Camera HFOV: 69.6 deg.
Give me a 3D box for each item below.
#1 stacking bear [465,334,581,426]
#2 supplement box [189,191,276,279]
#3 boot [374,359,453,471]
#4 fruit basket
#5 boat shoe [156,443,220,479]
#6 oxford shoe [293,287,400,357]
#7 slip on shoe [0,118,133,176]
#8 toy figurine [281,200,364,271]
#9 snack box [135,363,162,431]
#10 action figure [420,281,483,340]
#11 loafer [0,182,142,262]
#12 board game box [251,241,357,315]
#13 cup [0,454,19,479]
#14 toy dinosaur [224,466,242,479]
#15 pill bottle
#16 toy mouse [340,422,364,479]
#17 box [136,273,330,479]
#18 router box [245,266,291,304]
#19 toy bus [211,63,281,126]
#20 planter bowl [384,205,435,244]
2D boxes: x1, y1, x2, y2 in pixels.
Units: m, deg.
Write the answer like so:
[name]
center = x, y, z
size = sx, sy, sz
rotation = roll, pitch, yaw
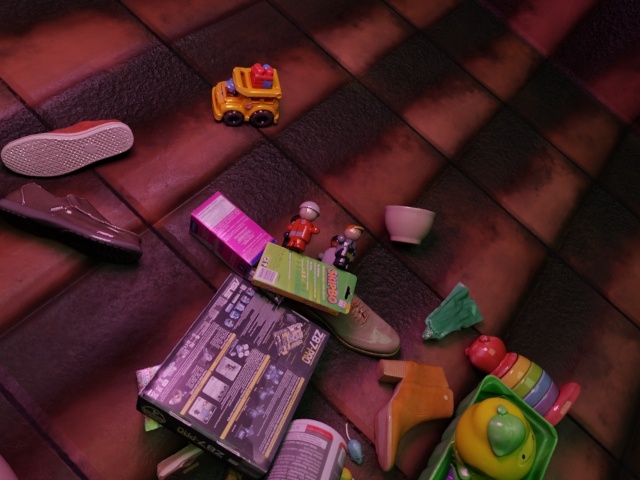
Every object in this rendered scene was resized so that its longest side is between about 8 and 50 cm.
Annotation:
[stacking bear]
center = 0.563, 0.396, 1.344
size = 0.289, 0.175, 0.164
rotation = 42, 51, 16
[supplement box]
center = -0.249, -0.013, 1.292
size = 0.220, 0.111, 0.114
rotation = 41, 58, 5
[boot]
center = 0.257, 0.464, 1.227
size = 0.211, 0.104, 0.295
rotation = 13, 57, -12
[fruit basket]
center = 0.423, 0.515, 1.107
size = 0.283, 0.392, 0.392
rotation = 41, 59, 5
[boat shoe]
center = -0.283, 0.483, 1.054
size = 0.190, 0.068, 0.072
rotation = -20, 30, -23
[oxford shoe]
center = 0.082, 0.210, 1.279
size = 0.348, 0.130, 0.123
rotation = 30, 59, -2
[slip on shoe]
center = -0.697, -0.264, 1.281
size = 0.331, 0.123, 0.101
rotation = -22, 41, -22
[toy figurine]
center = 0.000, 0.000, 1.310
size = 0.209, 0.213, 0.148
rotation = 22, 70, -7
[snack box]
center = -0.376, 0.370, 1.097
size = 0.100, 0.037, 0.141
rotation = -10, 68, -24
[action figure]
center = 0.388, 0.239, 1.409
size = 0.232, 0.063, 0.137
rotation = -27, 77, -32
[loafer]
center = -0.620, -0.058, 1.174
size = 0.365, 0.134, 0.130
rotation = 23, 59, -7
[board game box]
center = -0.038, 0.103, 1.206
size = 0.259, 0.039, 0.124
rotation = 20, 53, -2
[cup]
center = -0.720, 0.455, 0.804
size = 0.331, 0.331, 0.237
rotation = -25, 48, -28
[toy dinosaur]
center = -0.198, 0.556, 1.011
size = 0.064, 0.112, 0.211
rotation = 2, 25, -10
[pill bottle]
center = -0.052, 0.550, 0.986
size = 0.161, 0.161, 0.283
rotation = 31, 39, -2
[toy mouse]
center = 0.056, 0.534, 1.164
size = 0.161, 0.031, 0.143
rotation = 24, 59, -6
[box]
center = -0.188, 0.306, 1.114
size = 0.318, 0.097, 0.395
rotation = 30, 45, 0
[router box]
center = -0.131, 0.118, 1.246
size = 0.122, 0.092, 0.038
rotation = 35, 101, 15
[toy bus]
center = -0.232, -0.486, 1.482
size = 0.220, 0.211, 0.150
rotation = -4, 67, -19
[planter bowl]
center = 0.279, -0.044, 1.476
size = 0.162, 0.162, 0.109
rotation = 10, 88, -14
